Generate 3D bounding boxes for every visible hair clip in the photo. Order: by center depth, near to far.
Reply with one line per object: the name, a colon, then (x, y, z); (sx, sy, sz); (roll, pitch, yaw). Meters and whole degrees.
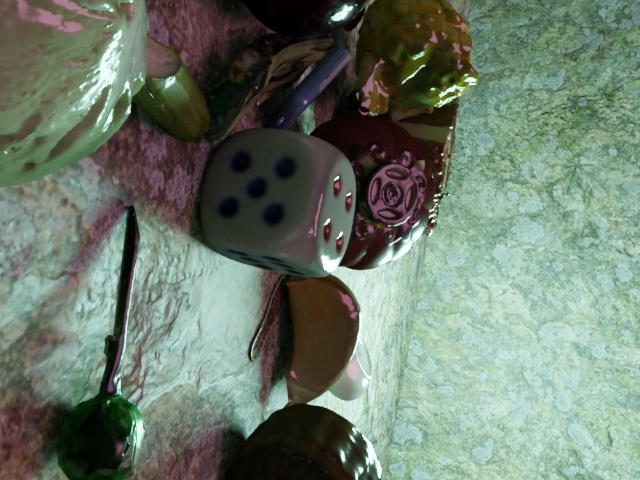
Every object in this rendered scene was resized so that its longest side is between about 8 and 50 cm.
hair clip: (-0.091, -0.254, 0.910); (0.091, 0.138, 0.321); (47, 36, -9)

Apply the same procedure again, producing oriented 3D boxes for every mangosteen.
mangosteen: (-0.050, -0.392, 0.812); (0.262, 0.236, 0.235); (-16, 120, -32)

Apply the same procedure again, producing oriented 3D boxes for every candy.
candy: (-0.237, 0.116, 0.705); (0.097, 0.097, 0.323); (36, 58, -69)

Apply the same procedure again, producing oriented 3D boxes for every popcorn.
popcorn: (0.192, -0.384, 1.267); (0.237, 0.293, 0.292); (-106, -169, -57)

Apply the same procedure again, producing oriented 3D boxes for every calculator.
calculator: (-0.021, -0.262, 1.059); (0.210, 0.039, 0.121); (-54, -170, -34)

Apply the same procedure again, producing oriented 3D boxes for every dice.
dice: (-0.060, -0.054, 0.936); (0.193, 0.194, 0.191); (40, 59, -70)

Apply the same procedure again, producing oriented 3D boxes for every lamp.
lamp: (0.075, -0.092, 1.179); (0.257, 0.303, 0.302); (-167, -95, -66)

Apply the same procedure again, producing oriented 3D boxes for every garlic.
garlic: (-0.025, 0.222, 1.306); (0.196, 0.151, 0.338); (0, 106, -37)

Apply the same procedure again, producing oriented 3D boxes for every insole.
insole: (-0.101, 0.152, 1.200); (0.065, 0.006, 0.193); (75, 30, -50)

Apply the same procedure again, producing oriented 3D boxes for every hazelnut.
hazelnut: (0.053, -0.477, 1.247); (0.086, 0.087, 0.086); (9, 90, -71)

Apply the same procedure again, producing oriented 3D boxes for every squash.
squash: (-0.173, -0.166, 0.683); (0.239, 0.069, 0.069); (72, 29, -84)

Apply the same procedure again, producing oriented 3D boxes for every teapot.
teapot: (0.045, 0.297, 1.497); (0.298, 0.140, 0.204); (32, 36, -67)

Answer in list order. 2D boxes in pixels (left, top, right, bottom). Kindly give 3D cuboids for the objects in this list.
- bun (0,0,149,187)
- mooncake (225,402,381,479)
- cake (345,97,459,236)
bun: (-0.217, -0.175, 0.436); (0.293, 0.187, 0.292); (9, 90, -74)
mooncake: (-0.037, 0.463, 1.112); (0.161, 0.291, 0.290); (-19, 117, -68)
cake: (0.179, -0.206, 1.447); (0.255, 0.282, 0.290); (86, 18, -51)
